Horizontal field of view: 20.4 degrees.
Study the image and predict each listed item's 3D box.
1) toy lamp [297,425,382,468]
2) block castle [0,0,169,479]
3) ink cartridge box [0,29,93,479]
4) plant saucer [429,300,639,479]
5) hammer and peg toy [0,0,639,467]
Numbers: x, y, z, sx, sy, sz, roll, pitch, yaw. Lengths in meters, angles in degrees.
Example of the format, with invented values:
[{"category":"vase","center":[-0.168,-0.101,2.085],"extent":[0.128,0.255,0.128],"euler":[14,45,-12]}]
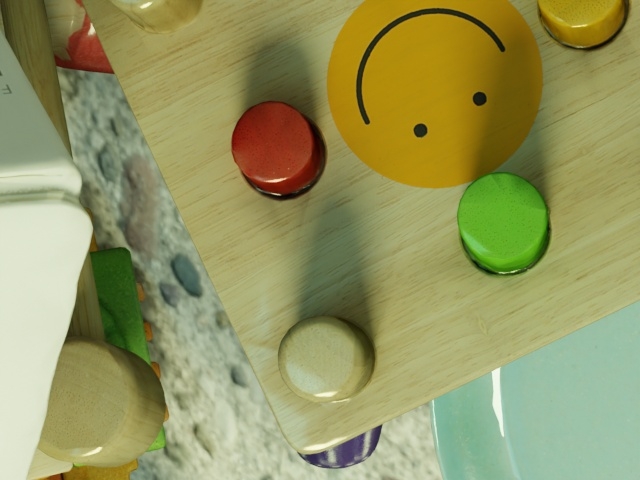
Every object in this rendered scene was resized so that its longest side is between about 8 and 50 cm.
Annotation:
[{"category":"toy lamp","center":[0.000,0.000,1.000],"extent":[0.080,0.080,0.275],"euler":[12,118,35]},{"category":"block castle","center":[-0.149,0.073,1.013],"extent":[0.303,0.212,0.453],"euler":[-17,84,60]},{"category":"ink cartridge box","center":[-0.265,-0.043,0.800],"extent":[0.385,0.160,0.279],"euler":[56,142,36]},{"category":"plant saucer","center":[0.195,0.106,0.900],"extent":[0.317,0.043,0.318],"euler":[15,115,35]},{"category":"hammer and peg toy","center":[-0.002,-0.052,0.788],"extent":[0.361,0.127,0.266],"euler":[-25,83,6]}]
